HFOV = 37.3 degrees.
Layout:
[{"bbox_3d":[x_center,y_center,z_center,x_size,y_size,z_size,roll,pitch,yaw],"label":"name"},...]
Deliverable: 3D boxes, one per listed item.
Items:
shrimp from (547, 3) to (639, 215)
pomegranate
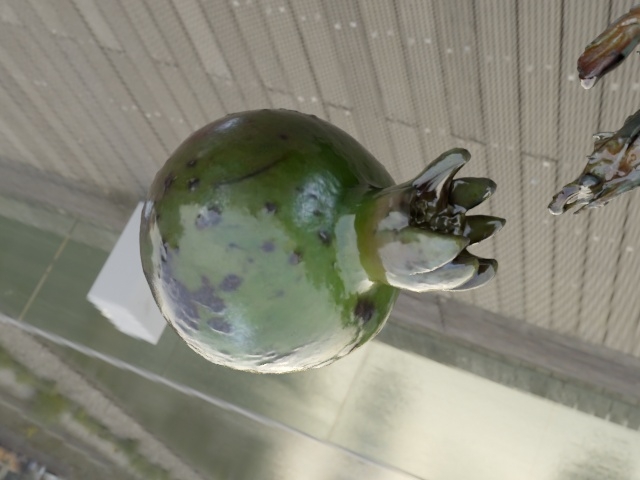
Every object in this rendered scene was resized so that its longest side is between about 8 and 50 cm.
[{"bbox_3d":[0.255,-0.111,0.733,0.143,0.251,0.052,43,162,36],"label":"shrimp"},{"bbox_3d":[0.005,-0.001,0.800,0.305,0.242,0.242,-2,151,15],"label":"pomegranate"}]
